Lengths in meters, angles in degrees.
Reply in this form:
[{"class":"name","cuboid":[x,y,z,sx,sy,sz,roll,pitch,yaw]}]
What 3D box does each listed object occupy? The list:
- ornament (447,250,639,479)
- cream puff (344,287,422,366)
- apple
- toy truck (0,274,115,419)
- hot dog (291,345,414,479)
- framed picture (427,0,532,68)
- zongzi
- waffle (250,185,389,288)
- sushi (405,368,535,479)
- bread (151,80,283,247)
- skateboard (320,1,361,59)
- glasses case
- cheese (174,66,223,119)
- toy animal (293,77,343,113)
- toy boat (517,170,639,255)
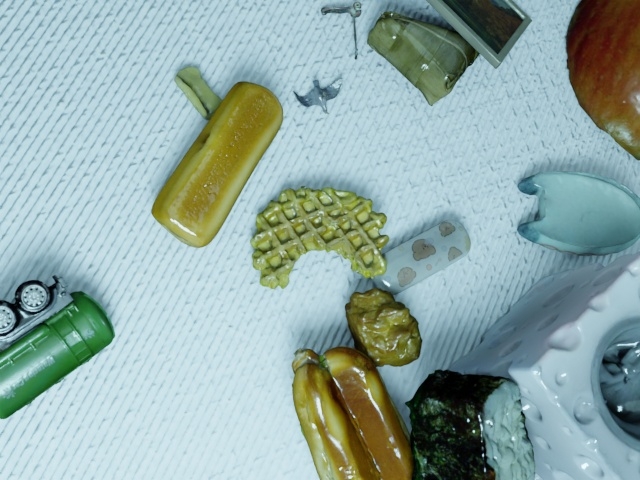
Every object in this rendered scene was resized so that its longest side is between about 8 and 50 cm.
[{"class":"ornament","cuboid":[0.368,0.194,0.940,0.239,0.239,0.239,-39,90,-20]},{"class":"cream puff","cuboid":[0.089,0.120,0.940,0.094,0.116,0.122,-18,99,-7]},{"class":"apple","cuboid":[0.557,-0.324,1.166,0.179,0.253,0.346,42,65,-50]},{"class":"toy truck","cuboid":[-0.370,0.136,0.809,0.242,0.101,0.125,-36,102,-23]},{"class":"hot dog","cuboid":[0.056,0.281,0.898,0.135,0.100,0.338,-29,98,-22]},{"class":"framed picture","cuboid":[0.224,-0.400,1.105,0.250,0.016,0.184,44,49,-4]},{"class":"zongzi","cuboid":[0.172,-0.317,1.078,0.160,0.078,0.176,43,61,-7]},{"class":"waffle","cuboid":[-0.001,0.001,0.963,0.193,0.051,0.149,5,77,-7]},{"class":"sushi","cuboid":[0.185,0.270,0.847,0.124,0.127,0.225,-22,103,-47]},{"class":"bread","cuboid":[-0.135,-0.104,0.939,0.092,0.074,0.239,35,71,-14]},{"class":"skateboard","cuboid":[0.036,-0.322,1.062,0.063,0.032,0.083,-5,78,-7]},{"class":"glasses case","cuboid":[0.148,0.024,1.013,0.164,0.041,0.063,-26,85,-18]},{"class":"cheese","cuboid":[-0.168,-0.210,0.976,0.044,0.030,0.083,-35,85,-41]},{"class":"toy animal","cuboid":[0.003,-0.212,1.026,0.084,0.028,0.050,-18,76,-18]},{"class":"toy boat","cuboid":[0.410,-0.038,1.099,0.207,0.079,0.134,5,69,-5]}]
